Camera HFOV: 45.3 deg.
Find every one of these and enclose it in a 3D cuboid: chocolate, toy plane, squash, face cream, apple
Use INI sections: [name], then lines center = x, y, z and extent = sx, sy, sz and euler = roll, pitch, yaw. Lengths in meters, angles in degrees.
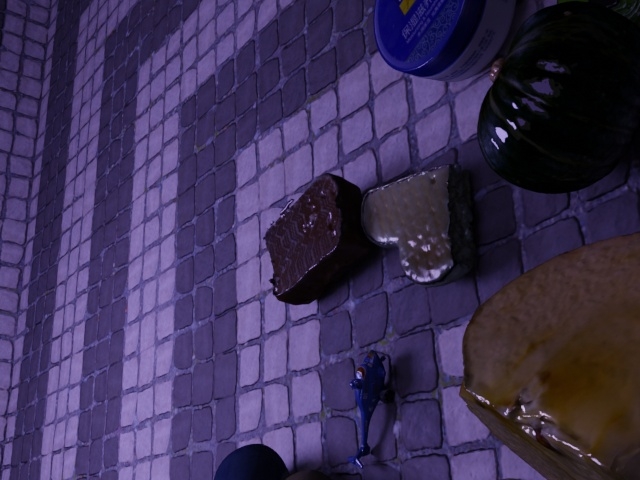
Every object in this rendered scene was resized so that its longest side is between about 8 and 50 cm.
[chocolate]
center = 0.000, 0.000, 1.239
extent = 0.214, 0.093, 0.148
euler = -39, 51, 40
[toy plane]
center = 0.065, 0.239, 1.103
extent = 0.054, 0.062, 0.167
euler = 9, 96, 53
[squash]
center = 0.272, -0.158, 0.858
extent = 0.172, 0.218, 0.218
euler = 21, 96, 18
[face cream]
center = 0.176, -0.332, 1.092
extent = 0.206, 0.111, 0.206
euler = -10, 77, 54
[apple]
center = 0.273, 0.146, 0.704
extent = 0.309, 0.252, 0.314
euler = -159, 69, -77

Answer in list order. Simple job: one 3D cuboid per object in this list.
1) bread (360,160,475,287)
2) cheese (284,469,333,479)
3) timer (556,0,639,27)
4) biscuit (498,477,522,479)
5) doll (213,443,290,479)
[bread]
center = 0.149, -0.037, 1.079
extent = 0.232, 0.064, 0.172
euler = 45, 114, 48
[cheese]
center = 0.001, 0.400, 1.058
extent = 0.091, 0.175, 0.202
euler = -33, 17, 3
[timer]
center = 0.345, -0.295, 0.924
extent = 0.128, 0.047, 0.140
euler = -10, 71, 50
[biscuit]
center = 0.224, 0.337, 0.894
extent = 0.120, 0.015, 0.120
euler = -22, 60, 47
[doll]
center = -0.100, 0.445, 1.163
extent = 0.228, 0.154, 0.258
euler = 91, -172, -60
